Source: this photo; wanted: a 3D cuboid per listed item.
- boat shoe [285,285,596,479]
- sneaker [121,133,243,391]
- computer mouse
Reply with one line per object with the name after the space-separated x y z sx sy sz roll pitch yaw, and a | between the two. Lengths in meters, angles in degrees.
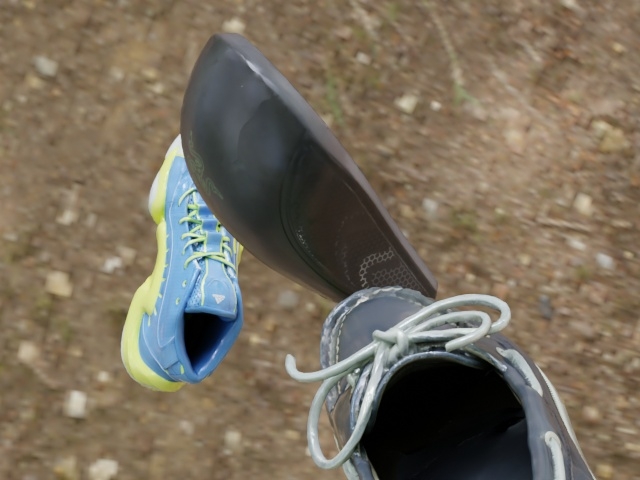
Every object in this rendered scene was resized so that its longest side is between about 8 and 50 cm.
0.045 0.073 0.731 0.095 0.079 0.254 -31 28 4 | boat shoe
-0.090 0.014 1.582 0.126 0.091 0.240 10 87 60 | sneaker
0.000 0.000 1.039 0.072 0.272 0.188 -41 40 -3 | computer mouse
